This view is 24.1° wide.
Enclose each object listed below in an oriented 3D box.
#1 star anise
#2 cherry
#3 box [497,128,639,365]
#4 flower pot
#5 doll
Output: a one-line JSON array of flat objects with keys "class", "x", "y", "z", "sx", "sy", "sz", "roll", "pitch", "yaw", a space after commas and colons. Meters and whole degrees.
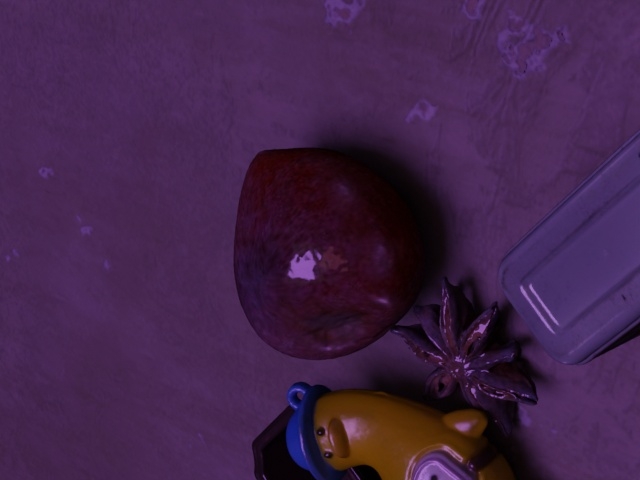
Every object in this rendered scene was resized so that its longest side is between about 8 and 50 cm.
[{"class": "star anise", "x": 0.170, "y": 0.136, "z": 1.683, "sx": 0.182, "sy": 0.065, "sz": 0.195, "roll": 53, "pitch": 138, "yaw": 8}, {"class": "cherry", "x": 0.008, "y": 0.007, "z": 1.702, "sx": 0.239, "sy": 0.206, "sz": 0.239, "roll": -167, "pitch": 90, "yaw": -72}, {"class": "box", "x": 0.309, "y": -0.014, "z": 1.379, "sx": 0.175, "sy": 0.182, "sz": 0.312, "roll": 56, "pitch": 138, "yaw": 13}, {"class": "flower pot", "x": 0.032, "y": 0.319, "z": 1.892, "sx": 0.251, "sy": 0.084, "sz": 0.179, "roll": 55, "pitch": 136, "yaw": 12}, {"class": "doll", "x": 0.115, "y": 0.257, "z": 1.717, "sx": 0.363, "sy": 0.145, "sz": 0.199, "roll": 29, "pitch": 111, "yaw": 19}]
